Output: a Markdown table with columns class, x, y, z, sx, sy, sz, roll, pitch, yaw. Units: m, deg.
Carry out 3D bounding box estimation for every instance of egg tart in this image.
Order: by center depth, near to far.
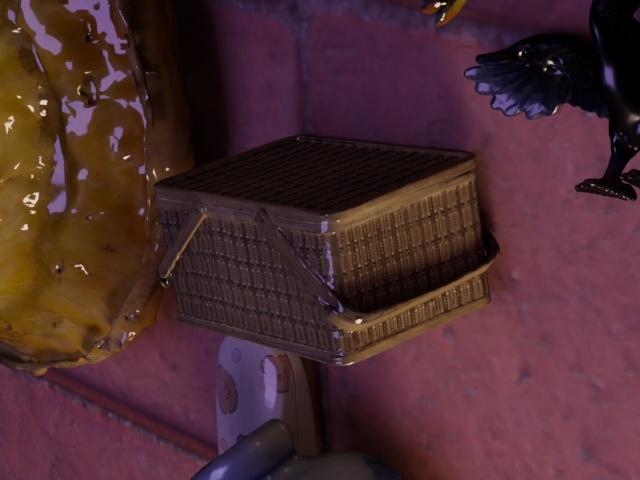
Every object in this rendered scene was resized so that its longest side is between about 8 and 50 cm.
| class | x | y | z | sx | sy | sz | roll | pitch | yaw |
| --- | --- | --- | --- | --- | --- | --- | --- | --- | --- |
| egg tart | -0.259 | -0.103 | 1.194 | 0.443 | 0.178 | 0.443 | 25 | 126 | 39 |

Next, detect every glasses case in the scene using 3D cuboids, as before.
| class | x | y | z | sx | sy | sz | roll | pitch | yaw |
| --- | --- | --- | --- | --- | --- | --- | --- | --- | --- |
| glasses case | -0.032 | 0.129 | 1.147 | 0.063 | 0.041 | 0.164 | 20 | 122 | 43 |

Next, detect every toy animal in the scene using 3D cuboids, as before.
| class | x | y | z | sx | sy | sz | roll | pitch | yaw |
| --- | --- | --- | --- | --- | --- | --- | --- | --- | --- |
| toy animal | 0.142 | -0.069 | 0.847 | 0.220 | 0.062 | 0.108 | -15 | 78 | 52 |

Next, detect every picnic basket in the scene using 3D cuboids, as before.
| class | x | y | z | sx | sy | sz | roll | pitch | yaw |
| --- | --- | --- | --- | --- | --- | --- | --- | --- | --- |
| picnic basket | 0.000 | 0.000 | 0.989 | 0.164 | 0.115 | 0.079 | 10 | 116 | 47 |

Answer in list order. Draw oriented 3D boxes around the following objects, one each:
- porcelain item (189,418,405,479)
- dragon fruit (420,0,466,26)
| class | x | y | z | sx | sy | sz | roll | pitch | yaw |
| --- | --- | --- | --- | --- | --- | --- | --- | --- | --- |
| porcelain item | 0.024 | 0.222 | 1.055 | 0.259 | 0.141 | 0.141 | 56 | 141 | 3 |
| dragon fruit | 0.067 | -0.178 | 0.869 | 0.126 | 0.068 | 0.112 | 65 | 149 | 20 |
